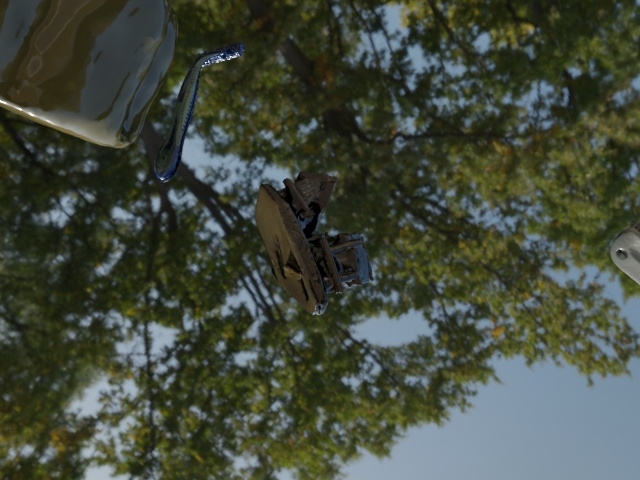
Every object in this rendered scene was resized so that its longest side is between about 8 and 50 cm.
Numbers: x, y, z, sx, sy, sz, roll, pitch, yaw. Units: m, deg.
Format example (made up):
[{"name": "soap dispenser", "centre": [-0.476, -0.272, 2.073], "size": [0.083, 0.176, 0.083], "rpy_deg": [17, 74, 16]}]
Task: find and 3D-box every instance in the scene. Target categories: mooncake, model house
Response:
[{"name": "mooncake", "centre": [-0.427, -0.329, 1.129], "size": [0.467, 0.467, 0.262], "rpy_deg": [29, -88, 48]}, {"name": "model house", "centre": [0.002, -0.007, 1.182], "size": [0.164, 0.203, 0.141], "rpy_deg": [-19, -178, -28]}]

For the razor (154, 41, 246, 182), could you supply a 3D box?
[{"name": "razor", "centre": [-0.214, -0.225, 1.307], "size": [0.093, 0.056, 0.324], "rpy_deg": [-8, -134, 27]}]

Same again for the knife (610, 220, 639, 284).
[{"name": "knife", "centre": [0.450, 0.073, 0.916], "size": [0.041, 0.073, 0.265], "rpy_deg": [-29, -118, -34]}]
